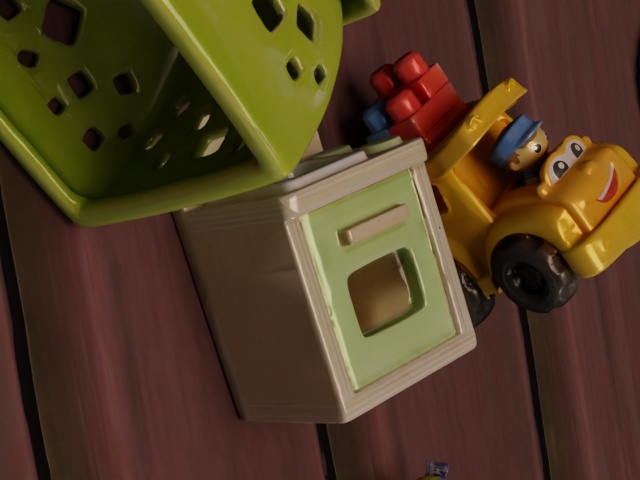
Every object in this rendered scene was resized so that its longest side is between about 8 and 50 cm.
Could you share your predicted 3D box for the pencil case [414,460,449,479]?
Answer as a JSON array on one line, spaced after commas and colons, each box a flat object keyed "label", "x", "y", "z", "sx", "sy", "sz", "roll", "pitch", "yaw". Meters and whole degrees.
[{"label": "pencil case", "x": 0.028, "y": 0.251, "z": 1.213, "sx": 0.236, "sy": 0.104, "sz": 0.104, "roll": -18, "pitch": 98, "yaw": -40}]

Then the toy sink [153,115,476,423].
[{"label": "toy sink", "x": 0.000, "y": 0.000, "z": 1.189, "sx": 0.153, "sy": 0.131, "sz": 0.234, "roll": -24, "pitch": 101, "yaw": -40}]

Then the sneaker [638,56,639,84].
[{"label": "sneaker", "x": 0.383, "y": -0.203, "z": 1.540, "sx": 0.086, "sy": 0.132, "sz": 0.229, "roll": 7, "pitch": 81, "yaw": -40}]

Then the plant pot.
[{"label": "plant pot", "x": -0.108, "y": -0.167, "z": 1.056, "sx": 0.228, "sy": 0.227, "sz": 0.207, "roll": 54, "pitch": 49, "yaw": -23}]

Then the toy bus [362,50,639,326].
[{"label": "toy bus", "x": 0.127, "y": -0.056, "z": 1.256, "sx": 0.149, "sy": 0.220, "sz": 0.211, "roll": -43, "pitch": 107, "yaw": -38}]
